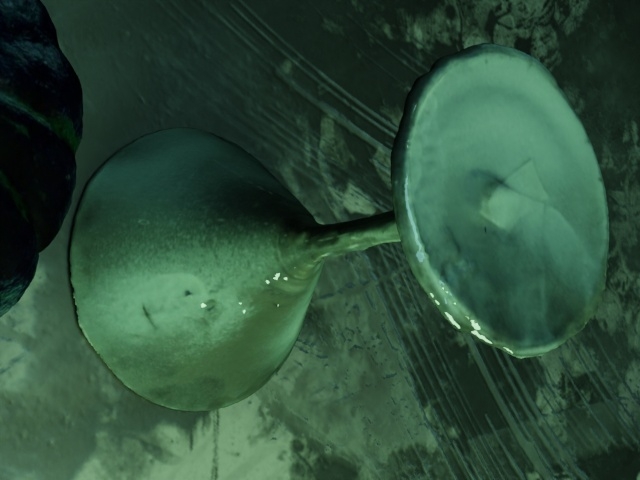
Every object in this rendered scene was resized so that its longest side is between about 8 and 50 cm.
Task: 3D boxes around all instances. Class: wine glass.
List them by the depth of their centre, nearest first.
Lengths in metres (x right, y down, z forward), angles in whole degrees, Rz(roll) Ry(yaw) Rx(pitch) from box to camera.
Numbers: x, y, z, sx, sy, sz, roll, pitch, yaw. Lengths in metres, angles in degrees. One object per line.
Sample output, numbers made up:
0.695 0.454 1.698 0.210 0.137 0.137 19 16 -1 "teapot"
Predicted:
0.000 0.000 0.808 0.267 0.406 0.267 7 78 -36 "wine glass"

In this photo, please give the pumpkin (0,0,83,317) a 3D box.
-0.336 -0.074 0.633 0.363 0.266 0.363 9 74 -35 "pumpkin"
